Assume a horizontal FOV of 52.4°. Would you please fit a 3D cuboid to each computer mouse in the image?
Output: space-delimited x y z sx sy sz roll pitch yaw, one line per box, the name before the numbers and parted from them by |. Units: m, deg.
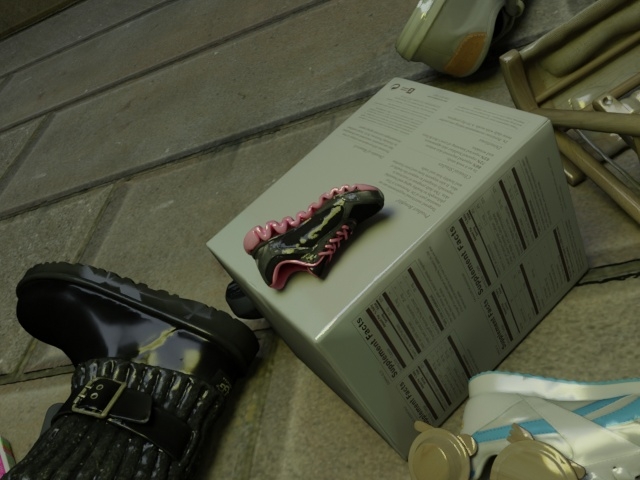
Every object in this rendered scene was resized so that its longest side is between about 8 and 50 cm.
computer mouse | -0.066 0.038 0.796 0.071 0.041 0.242 -26 17 11

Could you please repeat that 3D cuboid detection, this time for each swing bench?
swing bench | 0.364 -0.155 0.641 0.253 0.165 0.255 -32 32 3

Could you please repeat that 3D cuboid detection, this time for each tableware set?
tableware set | 0.115 0.215 0.477 0.141 0.020 0.169 4 82 41

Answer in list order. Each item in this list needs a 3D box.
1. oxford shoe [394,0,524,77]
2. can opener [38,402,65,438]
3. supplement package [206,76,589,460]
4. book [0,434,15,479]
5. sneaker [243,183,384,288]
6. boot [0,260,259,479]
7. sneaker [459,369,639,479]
oxford shoe | 0.257 -0.388 1.004 0.130 0.169 0.449 32 53 3
can opener | -0.305 0.281 0.695 0.076 0.095 0.283 -22 40 14
supplement package | 0.077 0.016 0.625 0.262 0.198 0.199 -42 39 -12
book | -0.413 0.313 0.790 0.096 0.035 0.144 -40 39 -13
sneaker | 0.000 0.000 0.509 0.119 0.047 0.057 -27 61 10
boot | -0.263 0.170 0.715 0.348 0.131 0.260 11 54 25
sneaker | 0.214 0.155 0.481 0.228 0.087 0.092 -8 51 39
